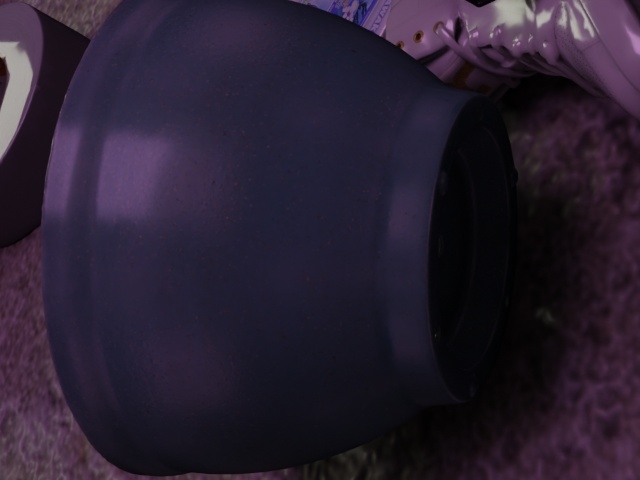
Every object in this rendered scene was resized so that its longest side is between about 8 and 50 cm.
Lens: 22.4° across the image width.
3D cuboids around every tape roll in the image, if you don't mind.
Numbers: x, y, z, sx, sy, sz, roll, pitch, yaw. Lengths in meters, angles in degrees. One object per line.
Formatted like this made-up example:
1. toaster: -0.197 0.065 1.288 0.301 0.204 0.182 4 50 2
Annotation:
1. tape roll: -0.293 -0.106 1.486 0.219 0.072 0.219 -27 49 37

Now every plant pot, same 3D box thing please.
1. plant pot: 0.000 0.000 0.930 0.196 0.293 0.293 4 69 22

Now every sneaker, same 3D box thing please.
1. sneaker: 0.131 -0.114 0.965 0.169 0.108 0.292 -48 29 22

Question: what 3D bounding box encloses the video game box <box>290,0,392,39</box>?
1. video game box: 0.033 -0.204 1.175 0.205 0.048 0.187 -61 35 4

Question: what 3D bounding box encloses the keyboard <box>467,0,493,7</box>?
1. keyboard: 0.124 -0.213 0.944 0.108 0.023 0.180 -13 48 45
